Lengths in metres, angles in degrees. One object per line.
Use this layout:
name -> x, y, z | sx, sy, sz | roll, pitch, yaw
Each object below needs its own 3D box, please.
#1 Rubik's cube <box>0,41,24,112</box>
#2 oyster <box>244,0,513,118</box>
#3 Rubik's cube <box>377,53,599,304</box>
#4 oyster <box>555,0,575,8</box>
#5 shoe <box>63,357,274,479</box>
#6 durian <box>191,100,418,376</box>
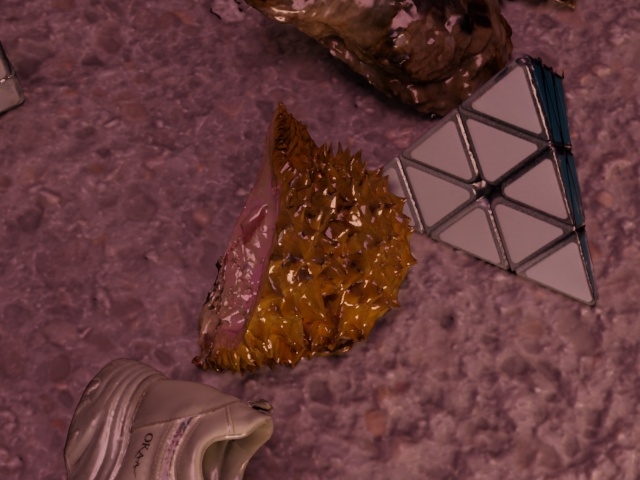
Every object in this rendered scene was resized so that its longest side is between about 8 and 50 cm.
Rubik's cube -> -0.533, -0.261, 1.498 | 0.256, 0.253, 0.259 | -28, 62, -14
oyster -> 0.073, -0.273, 1.558 | 0.337, 0.133, 0.198 | 15, 47, 2
Rubik's cube -> 0.210, -0.092, 1.442 | 0.229, 0.233, 0.228 | 16, 11, -29
oyster -> 0.265, -0.358, 1.644 | 0.108, 0.053, 0.165 | -27, 64, -5
shoe -> -0.153, 0.284, 1.207 | 0.210, 0.132, 0.342 | 5, 68, 22
durian -> 0.006, 0.013, 1.393 | 0.196, 0.185, 0.305 | 21, 70, -14
